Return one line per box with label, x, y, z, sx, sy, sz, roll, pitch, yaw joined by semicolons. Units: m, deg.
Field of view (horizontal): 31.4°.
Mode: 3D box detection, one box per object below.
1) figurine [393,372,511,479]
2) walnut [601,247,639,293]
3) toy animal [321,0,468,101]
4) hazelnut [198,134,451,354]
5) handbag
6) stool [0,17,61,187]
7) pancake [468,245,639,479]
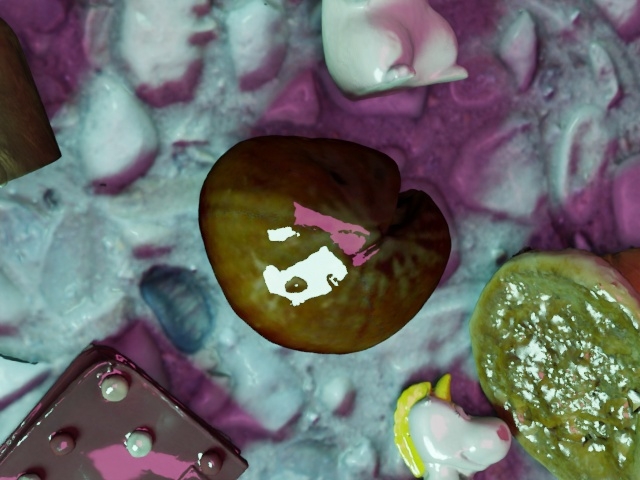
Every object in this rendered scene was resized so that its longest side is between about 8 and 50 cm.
figurine;0.138;0.234;1.233;0.129;0.109;0.178;8;94;9
walnut;0.346;0.102;1.218;0.165;0.165;0.197;-24;94;-8
toy animal;0.062;-0.274;1.107;0.140;0.138;0.283;-15;108;-41
hazelnut;0.000;0.000;1.104;0.251;0.217;0.217;33;90;-15
handbag;-0.210;0.241;1.162;0.216;0.074;0.203;43;89;-15
stool;-0.359;-0.167;1.014;0.179;0.179;0.264;-21;102;-8
pancake;0.262;0.141;1.173;0.049;0.282;0.283;-25;105;-38
